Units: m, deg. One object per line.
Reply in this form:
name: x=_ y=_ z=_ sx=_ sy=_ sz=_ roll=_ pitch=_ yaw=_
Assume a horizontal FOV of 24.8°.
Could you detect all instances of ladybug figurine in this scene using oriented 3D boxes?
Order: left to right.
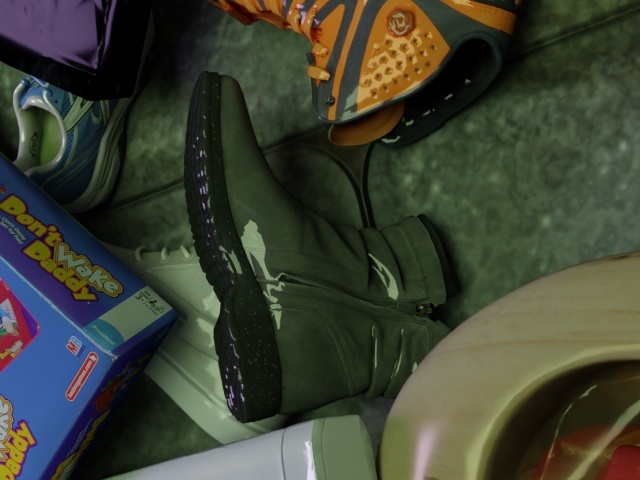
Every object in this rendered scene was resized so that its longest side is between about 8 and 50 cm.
ladybug figurine: x=0.248 y=0.156 z=0.799 sx=0.449 sy=0.162 sz=0.305 roll=5 pitch=90 yaw=32

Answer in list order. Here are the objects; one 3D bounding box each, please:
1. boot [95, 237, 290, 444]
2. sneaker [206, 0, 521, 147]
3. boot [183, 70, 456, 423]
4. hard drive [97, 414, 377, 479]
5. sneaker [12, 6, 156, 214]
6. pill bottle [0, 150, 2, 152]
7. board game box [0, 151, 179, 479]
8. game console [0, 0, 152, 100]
boot: x=-0.101 y=0.033 z=1.073 sx=0.258 sy=0.095 sz=0.123 roll=38 pitch=99 yaw=19
sneaker: x=-0.016 y=-0.156 z=1.008 sx=0.321 sy=0.124 sz=0.180 roll=1 pitch=85 yaw=31
boot: x=0.000 y=0.000 z=0.987 sx=0.083 sy=0.161 sz=0.246 roll=133 pitch=127 yaw=-70
hard drive: x=-0.067 y=0.257 z=0.964 sx=0.353 sy=0.047 sz=0.233 roll=-25 pitch=71 yaw=54
sneaker: x=-0.187 y=-0.126 z=1.134 sx=0.080 sy=0.081 sz=0.211 roll=8 pitch=89 yaw=33
pill bottle: x=-0.334 y=-0.074 z=1.194 sx=0.123 sy=0.123 sz=0.219 roll=-45 pitch=65 yaw=20
board game box: x=-0.280 y=0.103 z=1.079 sx=0.233 sy=0.078 sz=0.347 roll=42 pitch=125 yaw=9
game console: x=-0.188 y=-0.287 z=1.013 sx=0.213 sy=0.044 sz=0.361 roll=30 pitch=122 yaw=22
